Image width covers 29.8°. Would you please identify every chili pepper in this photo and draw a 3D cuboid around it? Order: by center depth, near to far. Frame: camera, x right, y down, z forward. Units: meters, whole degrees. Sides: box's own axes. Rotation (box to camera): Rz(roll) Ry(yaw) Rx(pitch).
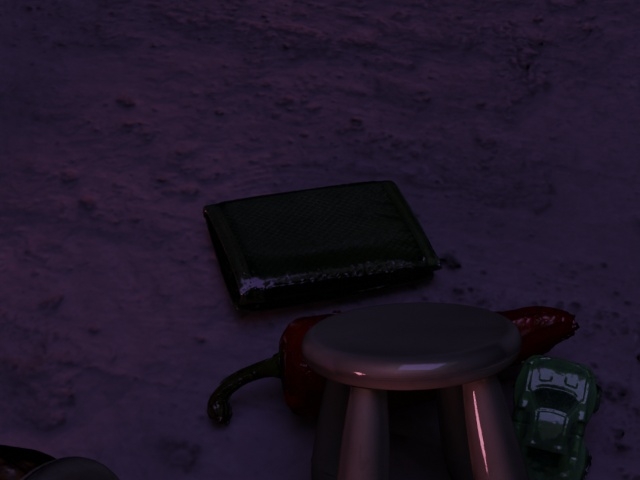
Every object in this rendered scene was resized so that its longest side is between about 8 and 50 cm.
[{"bbox_3d":[0.073,0.118,1.224,0.387,0.110,0.110,-7,50,-6],"label":"chili pepper"}]

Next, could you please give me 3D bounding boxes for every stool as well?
[{"bbox_3d":[0.084,0.172,1.082,0.195,0.199,0.195,-4,10,-8],"label":"stool"}]

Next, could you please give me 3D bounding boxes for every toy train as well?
[{"bbox_3d":[0.223,0.189,1.178,0.099,0.081,0.149,13,86,10],"label":"toy train"}]

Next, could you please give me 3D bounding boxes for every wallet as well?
[{"bbox_3d":[0.000,0.002,1.356,0.236,0.055,0.160,-8,47,-18],"label":"wallet"}]

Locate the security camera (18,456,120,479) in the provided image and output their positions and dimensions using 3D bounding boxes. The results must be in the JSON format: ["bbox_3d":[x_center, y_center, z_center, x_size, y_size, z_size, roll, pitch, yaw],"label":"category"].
[{"bbox_3d":[-0.152,0.293,0.946,0.080,0.301,0.157,3,49,38],"label":"security camera"}]

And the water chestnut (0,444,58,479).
[{"bbox_3d":[-0.291,0.273,0.992,0.223,0.224,0.238,30,11,20],"label":"water chestnut"}]
